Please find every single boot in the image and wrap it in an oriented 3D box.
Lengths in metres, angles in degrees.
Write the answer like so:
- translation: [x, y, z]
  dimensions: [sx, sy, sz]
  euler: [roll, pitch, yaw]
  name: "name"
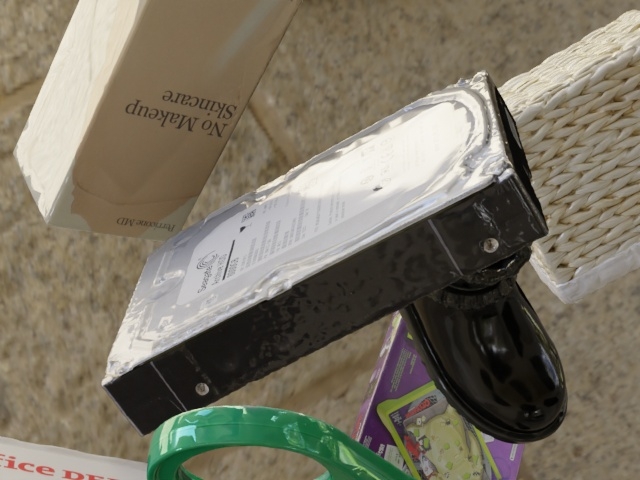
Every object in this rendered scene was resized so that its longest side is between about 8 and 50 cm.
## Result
- translation: [0.171, 0.052, 1.204]
  dimensions: [0.131, 0.260, 0.348]
  euler: [-35, 88, -18]
  name: "boot"

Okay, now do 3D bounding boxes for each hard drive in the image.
- translation: [0.000, 0.000, 0.924]
  dimensions: [0.339, 0.237, 0.064]
  euler: [-28, 111, 16]
  name: "hard drive"

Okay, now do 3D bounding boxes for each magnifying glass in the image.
- translation: [0.026, 0.125, 0.584]
  dimensions: [0.231, 0.092, 0.026]
  euler: [19, 50, -21]
  name: "magnifying glass"

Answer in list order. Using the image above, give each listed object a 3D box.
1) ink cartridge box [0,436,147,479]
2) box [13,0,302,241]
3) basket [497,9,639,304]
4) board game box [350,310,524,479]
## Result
- translation: [-0.180, 0.249, 0.732]
  dimensions: [0.207, 0.283, 0.117]
  euler: [13, 108, -14]
  name: "ink cartridge box"
- translation: [-0.147, -0.159, 1.070]
  dimensions: [0.148, 0.311, 0.121]
  euler: [7, 34, -37]
  name: "box"
- translation: [0.391, -0.128, 1.615]
  dimensions: [0.331, 0.328, 0.266]
  euler: [-29, 99, 7]
  name: "basket"
- translation: [0.152, 0.217, 1.440]
  dimensions: [0.208, 0.056, 0.346]
  euler: [28, 51, -6]
  name: "board game box"
